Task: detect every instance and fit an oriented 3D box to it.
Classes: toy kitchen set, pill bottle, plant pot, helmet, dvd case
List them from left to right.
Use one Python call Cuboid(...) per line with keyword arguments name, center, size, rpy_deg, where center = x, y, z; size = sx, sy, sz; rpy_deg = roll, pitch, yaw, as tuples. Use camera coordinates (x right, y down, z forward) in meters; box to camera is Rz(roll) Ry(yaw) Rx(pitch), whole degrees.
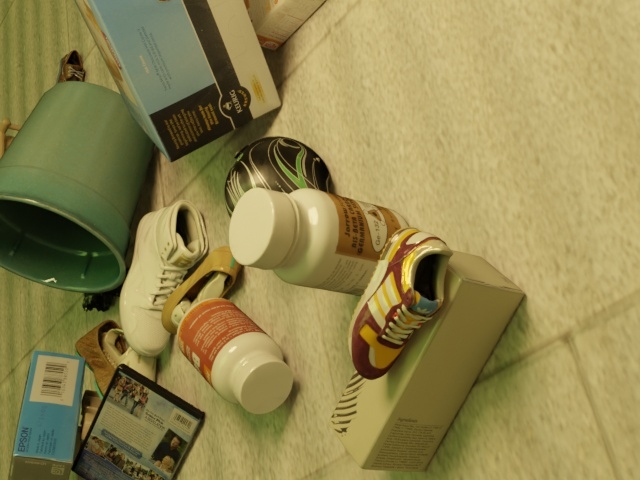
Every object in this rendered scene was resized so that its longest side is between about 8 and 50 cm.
Cuboid(name="plant pot", center=(-0.507, -0.120, 1.786), size=(0.341, 0.341, 0.334), rpy_deg=(-27, 39, 46))
Cuboid(name="toy kitchen set", center=(-0.432, 0.412, 1.761), size=(0.207, 0.122, 0.166), rpy_deg=(-142, 68, -72))
Cuboid(name="dvd case", center=(-0.337, 0.369, 1.600), size=(0.180, 0.022, 0.253), rpy_deg=(30, 110, 8))
Cuboid(name="pill bottle", center=(-0.135, 0.184, 1.396), size=(0.216, 0.121, 0.121), rpy_deg=(34, 107, 52))
Cuboid(name="helmet", center=(-0.065, -0.065, 1.355), size=(0.169, 0.169, 0.161), rpy_deg=(-45, 30, 36))
Cuboid(name="pill bottle", center=(0.000, 0.000, 1.178), size=(0.131, 0.229, 0.131), rpy_deg=(-18, 66, 49))

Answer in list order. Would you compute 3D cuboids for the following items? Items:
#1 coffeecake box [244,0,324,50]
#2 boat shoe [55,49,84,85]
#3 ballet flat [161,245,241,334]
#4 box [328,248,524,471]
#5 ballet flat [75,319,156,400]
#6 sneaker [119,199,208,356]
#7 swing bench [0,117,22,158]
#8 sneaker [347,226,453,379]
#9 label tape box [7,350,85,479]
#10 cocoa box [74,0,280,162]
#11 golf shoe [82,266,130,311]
Cuboid(name="coffeecake box", center=(-0.062, -0.444, 1.519), size=(0.185, 0.068, 0.142), rpy_deg=(-35, 55, 43))
Cuboid(name="boat shoe", center=(-0.656, -0.434, 2.306), size=(0.066, 0.066, 0.183), rpy_deg=(-47, 46, 33))
Cuboid(name="ballet flat", center=(-0.219, 0.105, 1.555), size=(0.232, 0.080, 0.073), rpy_deg=(-53, 24, 29))
Cuboid(name="box", center=(0.125, 0.148, 1.073), size=(0.094, 0.113, 0.275), rpy_deg=(46, 115, 50))
Cuboid(name="ballet flat", center=(-0.392, 0.253, 1.750), size=(0.124, 0.116, 0.342), rpy_deg=(-54, 35, 0))
Cuboid(name="sneaker", center=(-0.293, 0.066, 1.651), size=(0.169, 0.108, 0.292), rpy_deg=(-21, 63, 52))
Cuboid(name="swing bench", center=(-0.684, -0.140, 2.103), size=(0.255, 0.253, 0.165), rpy_deg=(-31, 57, 44))
Cuboid(name="sneaker", center=(0.090, 0.079, 0.987), size=(0.084, 0.070, 0.185), rpy_deg=(30, 105, 59))
Cuboid(name="label tape box", center=(-0.557, 0.426, 1.742), size=(0.249, 0.115, 0.347), rpy_deg=(-98, 27, -47))
Cuboid(name="cocoa box", center=(-0.257, -0.355, 1.478), size=(0.231, 0.228, 0.347), rpy_deg=(45, 161, 50))
Cuboid(name="golf shoe", center=(-0.464, 0.083, 1.898), size=(0.198, 0.077, 0.093), rpy_deg=(-32, 56, 43))
